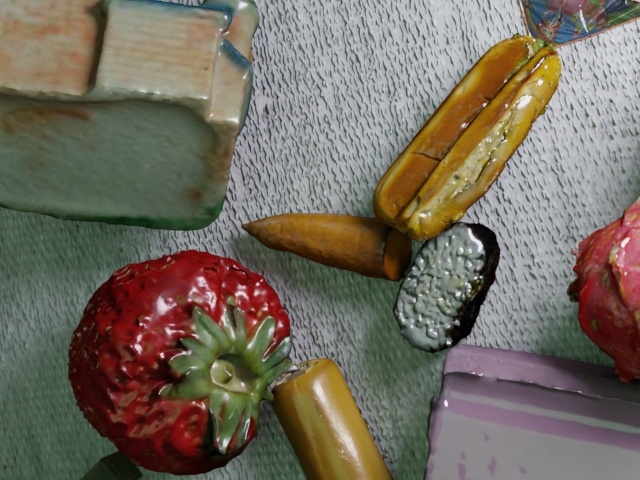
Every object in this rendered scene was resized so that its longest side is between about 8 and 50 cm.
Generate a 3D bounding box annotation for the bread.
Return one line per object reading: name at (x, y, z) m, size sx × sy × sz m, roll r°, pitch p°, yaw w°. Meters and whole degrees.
bread at (0.019, 0.252, 1.682) m, size 0.093 × 0.074 × 0.239 m, roll -29°, pitch 83°, yaw 22°

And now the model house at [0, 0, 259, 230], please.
model house at (-0.232, -0.198, 1.667) m, size 0.312 × 0.245 × 0.280 m, roll 7°, pitch 51°, yaw -4°

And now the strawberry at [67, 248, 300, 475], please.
strawberry at (-0.181, 0.133, 1.667) m, size 0.277 × 0.257 × 0.257 m, roll 1°, pitch 93°, yaw 48°

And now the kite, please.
kite at (0.275, -0.275, 1.610) m, size 0.190 × 0.010 × 0.159 m, roll 29°, pitch 100°, yaw 14°

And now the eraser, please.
eraser at (0.294, 0.273, 1.571) m, size 0.359 × 0.122 × 0.272 m, roll 9°, pitch 97°, yaw 19°

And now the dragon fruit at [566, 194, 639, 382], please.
dragon fruit at (0.354, 0.050, 1.496) m, size 0.268 × 0.210 × 0.205 m, roll 2°, pitch 67°, yaw 56°

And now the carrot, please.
carrot at (0.000, 0.000, 1.683) m, size 0.205 × 0.072 × 0.072 m, roll 7°, pitch 94°, yaw 23°

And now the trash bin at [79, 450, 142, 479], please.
trash bin at (-0.272, 0.303, 1.785) m, size 0.092 × 0.061 × 0.043 m, roll -42°, pitch 80°, yaw 17°

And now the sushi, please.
sushi at (0.141, 0.050, 1.631) m, size 0.090 × 0.078 × 0.150 m, roll 25°, pitch 101°, yaw 22°

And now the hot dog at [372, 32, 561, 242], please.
hot dog at (0.166, -0.111, 1.595) m, size 0.269 × 0.072 × 0.115 m, roll -49°, pitch 34°, yaw 3°
